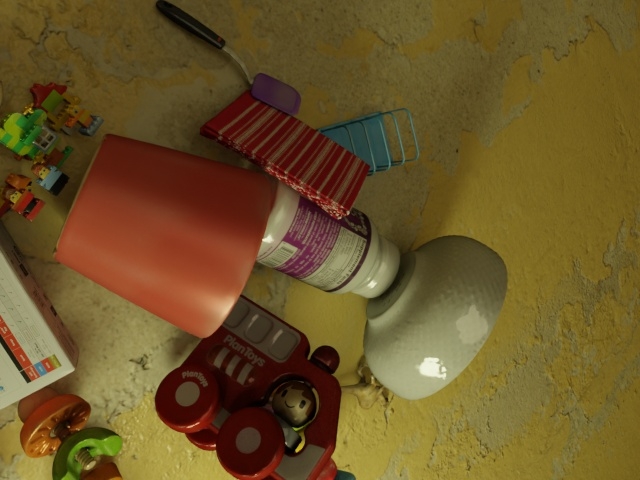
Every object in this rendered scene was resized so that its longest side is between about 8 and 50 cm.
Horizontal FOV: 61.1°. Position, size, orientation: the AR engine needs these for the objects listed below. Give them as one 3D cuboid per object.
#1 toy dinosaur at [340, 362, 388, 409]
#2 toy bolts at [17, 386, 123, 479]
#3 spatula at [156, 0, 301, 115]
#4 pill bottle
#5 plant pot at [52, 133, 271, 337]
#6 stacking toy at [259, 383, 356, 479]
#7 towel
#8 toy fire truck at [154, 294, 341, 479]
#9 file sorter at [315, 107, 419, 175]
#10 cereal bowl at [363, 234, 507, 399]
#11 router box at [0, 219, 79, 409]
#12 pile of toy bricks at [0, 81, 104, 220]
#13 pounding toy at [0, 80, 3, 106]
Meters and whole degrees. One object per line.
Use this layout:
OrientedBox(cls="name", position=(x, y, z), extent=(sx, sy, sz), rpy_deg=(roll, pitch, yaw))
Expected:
OrientedBox(cls="toy dinosaur", position=(0.097, 0.312, 1.151), extent=(0.183, 0.053, 0.093), rpy_deg=(23, 81, -31))
OrientedBox(cls="toy bolts", position=(-0.427, 0.349, 0.800), extent=(0.228, 0.158, 0.218), rpy_deg=(-40, 153, -35))
OrientedBox(cls="spatula", position=(-0.157, -0.324, 0.960), extent=(0.296, 0.030, 0.084), rpy_deg=(35, 43, -24))
OrientedBox(cls="pill bottle", position=(0.000, 0.000, 1.005), extent=(0.301, 0.169, 0.170), rpy_deg=(26, 78, -31))
OrientedBox(cls="plant pot", position=(-0.240, -0.021, 0.815), extent=(0.243, 0.275, 0.275), rpy_deg=(23, 80, -21))
OrientedBox(cls="stacking toy", position=(-0.071, 0.339, 1.002), extent=(0.175, 0.165, 0.302), rpy_deg=(-13, 88, -39))
OrientedBox(cls="towel", position=(-0.050, -0.155, 0.932), extent=(0.274, 0.031, 0.199), rpy_deg=(31, 36, -3))
OrientedBox(cls="toy fire truck", position=(-0.099, 0.248, 0.893), extent=(0.254, 0.302, 0.169), rpy_deg=(-53, 155, -23))
OrientedBox(cls="file sorter", position=(0.099, -0.193, 1.098), extent=(0.170, 0.104, 0.118), rpy_deg=(-22, 103, -29))
OrientedBox(cls="cereal bowl", position=(0.190, 0.124, 1.051), extent=(0.141, 0.339, 0.339), rpy_deg=(34, 74, -11))
OrientedBox(cls="router box", position=(-0.531, 0.089, 0.681), extent=(0.301, 0.082, 0.336), rpy_deg=(-27, 107, -14))
OrientedBox(cls="pile of toy bricks", position=(-0.409, -0.137, 0.758), extent=(0.105, 0.118, 0.212), rpy_deg=(47, 66, -46))
OrientedBox(cls="pounding toy", position=(-0.518, -0.274, 0.668), extent=(0.269, 0.154, 0.154), rpy_deg=(26, 83, -31))
